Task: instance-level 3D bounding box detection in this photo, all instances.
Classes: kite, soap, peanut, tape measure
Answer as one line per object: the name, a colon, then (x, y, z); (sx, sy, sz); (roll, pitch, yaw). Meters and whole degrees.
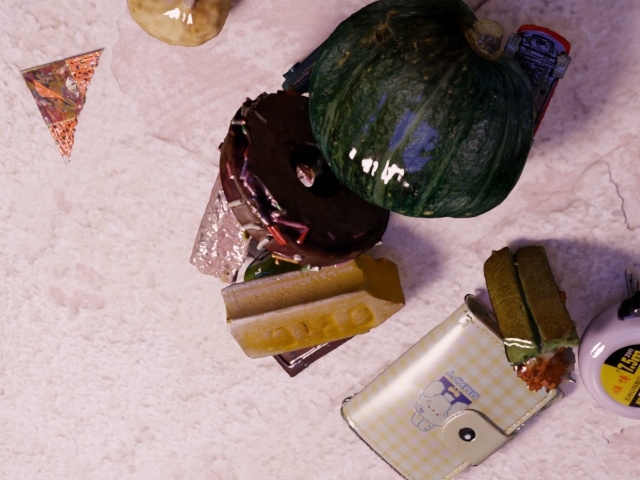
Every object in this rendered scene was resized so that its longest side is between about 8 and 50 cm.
kite: (-0.422, -0.236, 1.759); (0.125, 0.008, 0.222); (30, 124, 5)
soap: (-0.004, 0.096, 1.666); (0.258, 0.080, 0.160); (-14, 155, 6)
peanut: (-0.197, -0.340, 1.556); (0.159, 0.109, 0.140); (20, 110, 23)
tape measure: (0.456, 0.157, 1.570); (0.178, 0.105, 0.196); (24, 124, 0)

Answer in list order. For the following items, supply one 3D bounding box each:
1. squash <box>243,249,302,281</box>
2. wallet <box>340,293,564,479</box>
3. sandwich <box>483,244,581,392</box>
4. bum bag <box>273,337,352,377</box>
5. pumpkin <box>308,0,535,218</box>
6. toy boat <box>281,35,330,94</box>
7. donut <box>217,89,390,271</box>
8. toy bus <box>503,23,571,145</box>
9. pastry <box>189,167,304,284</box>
squash: (0.001, 0.001, 1.675); (0.331, 0.087, 0.087); (-36, 100, 30)
wallet: (0.200, 0.249, 1.739); (0.223, 0.077, 0.309); (45, 122, -2)
sandwich: (0.311, 0.109, 1.590); (0.109, 0.184, 0.160); (-21, 142, 18)
bum bag: (-0.025, 0.145, 1.799); (0.159, 0.026, 0.109); (-35, 101, 27)
pumpkin: (0.107, -0.165, 1.410); (0.293, 0.197, 0.263); (50, 131, 24)
toy boat: (0.008, -0.246, 1.554); (0.141, 0.055, 0.060); (-37, 92, 33)
donut: (-0.024, -0.078, 1.507); (0.270, 0.269, 0.103); (44, 132, -5)
toy bus: (0.264, -0.193, 1.460); (0.081, 0.089, 0.195); (24, 124, 9)
pastry: (-0.121, -0.049, 1.683); (0.112, 0.103, 0.265); (27, 119, -14)
